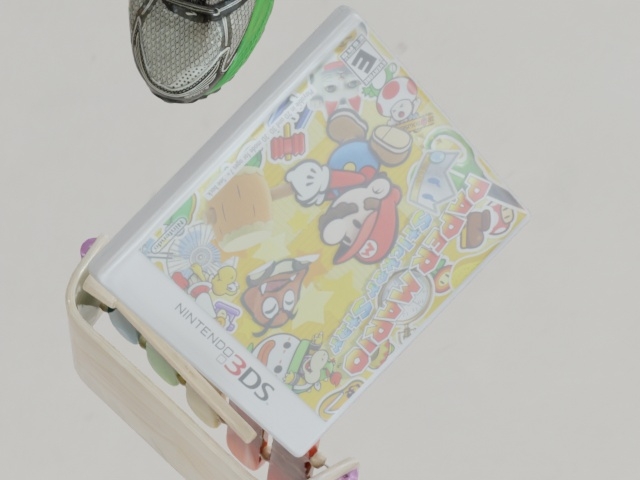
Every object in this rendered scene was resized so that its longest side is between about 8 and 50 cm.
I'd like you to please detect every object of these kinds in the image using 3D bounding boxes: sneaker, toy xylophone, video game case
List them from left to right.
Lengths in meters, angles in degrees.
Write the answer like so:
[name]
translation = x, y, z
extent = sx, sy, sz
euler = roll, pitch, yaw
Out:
[toy xylophone]
translation = -0.102, 0.123, 1.417
extent = 0.323, 0.236, 0.081
euler = 44, 66, 10
[sneaker]
translation = -0.101, -0.282, 1.461
extent = 0.134, 0.146, 0.343
euler = 16, 107, 7
[video game case]
translation = 0.000, 0.000, 1.081
extent = 0.227, 0.026, 0.206
euler = -46, 123, -2
